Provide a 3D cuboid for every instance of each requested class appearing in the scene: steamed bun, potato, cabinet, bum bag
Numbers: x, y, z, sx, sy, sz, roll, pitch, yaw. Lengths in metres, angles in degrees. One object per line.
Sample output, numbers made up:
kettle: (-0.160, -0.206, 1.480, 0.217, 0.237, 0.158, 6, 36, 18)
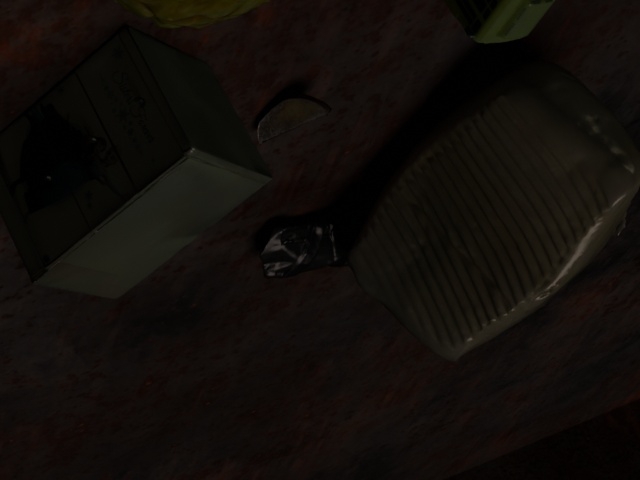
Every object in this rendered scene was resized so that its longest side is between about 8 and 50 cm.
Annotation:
steamed bun: (0.227, -0.049, 1.908, 0.383, 0.247, 0.236, -50, 171, 34)
potato: (-0.032, -0.138, 1.677, 0.093, 0.036, 0.037, -22, -159, 31)
cabinet: (-0.188, -0.068, 1.485, 0.206, 0.145, 0.150, -37, 157, 18)
bum bag: (0.000, 0.000, 1.978, 0.197, 0.049, 0.087, -11, 127, -37)

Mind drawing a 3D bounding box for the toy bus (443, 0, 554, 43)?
toy bus: (0.197, -0.276, 1.567, 0.088, 0.101, 0.175, -13, 154, -34)

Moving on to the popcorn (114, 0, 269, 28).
popcorn: (-0.093, -0.257, 1.169, 0.204, 0.184, 0.221, -11, 153, -22)
